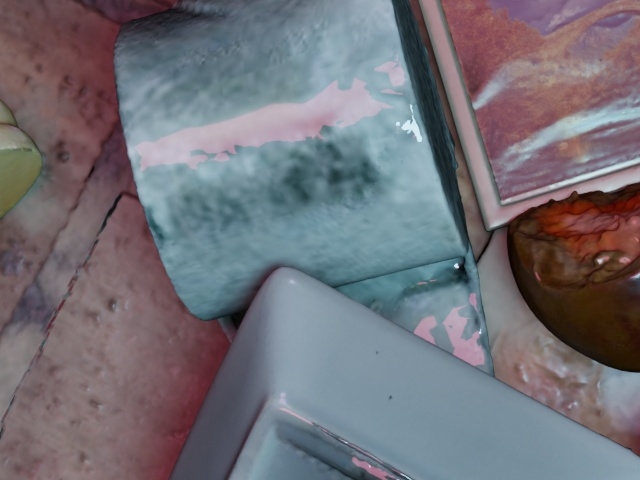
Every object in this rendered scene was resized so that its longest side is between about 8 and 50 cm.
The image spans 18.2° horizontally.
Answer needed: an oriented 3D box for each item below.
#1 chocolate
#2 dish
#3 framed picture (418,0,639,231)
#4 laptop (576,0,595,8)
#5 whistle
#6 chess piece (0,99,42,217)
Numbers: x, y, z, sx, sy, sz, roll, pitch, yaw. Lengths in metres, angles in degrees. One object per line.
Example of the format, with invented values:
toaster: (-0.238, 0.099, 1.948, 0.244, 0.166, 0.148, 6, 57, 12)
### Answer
chocolate: (0.177, 0.010, 1.180, 0.133, 0.124, 0.127, 23, 108, 55)
dish: (0.033, 0.149, 1.077, 0.243, 0.080, 0.182, 28, 109, 8)
framed picture: (0.196, -0.127, 1.238, 0.250, 0.016, 0.184, -16, 87, 5)
laptop: (0.233, -0.239, 1.267, 0.207, 0.026, 0.154, -22, 76, 4)
whistle: (0.006, 0.005, 1.199, 0.168, 0.188, 0.405, -14, 110, 8)
chess piece: (-0.332, -0.175, 1.306, 0.117, 0.117, 0.397, -36, 73, 0)
